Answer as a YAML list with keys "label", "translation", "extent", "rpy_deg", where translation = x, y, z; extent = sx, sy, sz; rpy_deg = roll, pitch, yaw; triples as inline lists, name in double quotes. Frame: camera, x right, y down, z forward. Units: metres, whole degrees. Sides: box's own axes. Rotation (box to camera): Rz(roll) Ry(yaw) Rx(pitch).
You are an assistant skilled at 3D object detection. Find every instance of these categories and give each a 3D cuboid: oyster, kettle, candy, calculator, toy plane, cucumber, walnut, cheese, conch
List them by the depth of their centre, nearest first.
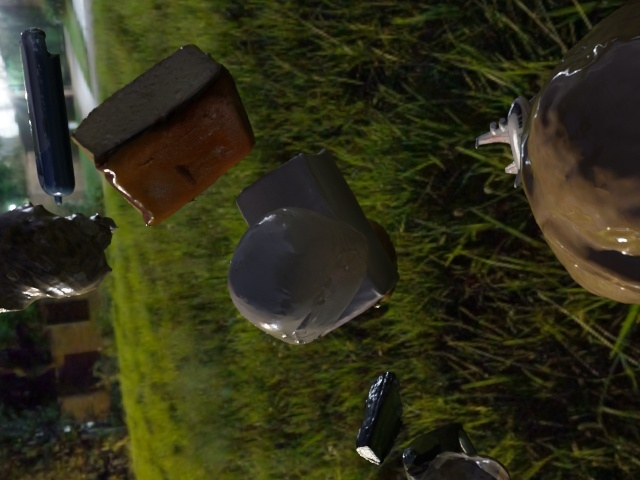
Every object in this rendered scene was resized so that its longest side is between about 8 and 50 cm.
- label: "walnut"
  translation: [0.395, -0.100, 0.687]
  extent: [0.381, 0.381, 0.382]
  rpy_deg: [175, 90, -73]
- label: "calculator"
  translation: [-0.328, -0.146, 0.786]
  extent: [0.121, 0.039, 0.210]
  rpy_deg: [-151, 56, -60]
- label: "cheese"
  translation: [-0.038, 0.043, 0.918]
  extent: [0.154, 0.189, 0.198]
  rpy_deg: [34, 92, 27]
- label: "toy plane"
  translation: [0.299, -0.146, 0.958]
  extent: [0.162, 0.065, 0.171]
  rpy_deg: [30, 151, 36]
- label: "conch"
  translation: [-0.481, 0.018, 1.073]
  extent: [0.210, 0.291, 0.159]
  rpy_deg: [33, 135, 40]
- label: "oyster"
  translation: [0.281, 0.446, 1.175]
  extent: [0.161, 0.107, 0.233]
  rpy_deg: [4, 127, 33]
- label: "candy"
  translation: [-0.001, 0.001, 1.385]
  extent: [0.208, 0.145, 0.359]
  rpy_deg: [-32, 87, 30]
- label: "cucumber"
  translation: [0.137, 0.421, 1.546]
  extent: [0.115, 0.085, 0.193]
  rpy_deg: [64, -145, -37]
- label: "kettle"
  translation: [0.316, 0.589, 1.592]
  extent: [0.165, 0.240, 0.255]
  rpy_deg: [-11, 105, 46]

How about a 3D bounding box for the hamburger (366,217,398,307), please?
- label: "hamburger"
  translation: [0.099, 0.059, 1.742]
  extent: [0.274, 0.212, 0.275]
  rpy_deg: [-11, -90, -82]

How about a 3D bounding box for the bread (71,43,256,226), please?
- label: "bread"
  translation: [-0.313, -0.212, 1.390]
  extent: [0.143, 0.323, 0.333]
  rpy_deg: [47, 171, 19]
